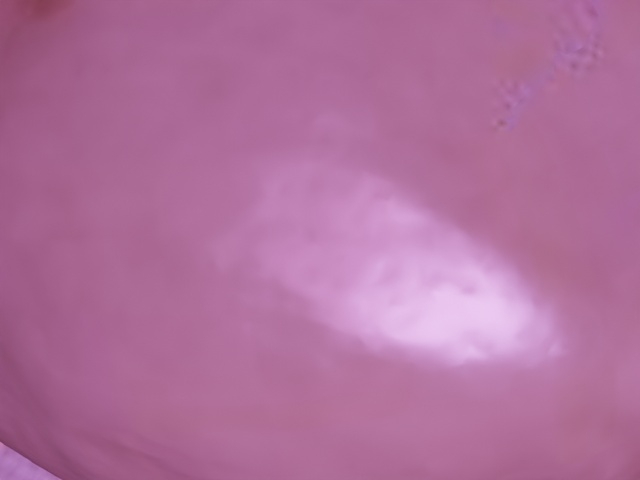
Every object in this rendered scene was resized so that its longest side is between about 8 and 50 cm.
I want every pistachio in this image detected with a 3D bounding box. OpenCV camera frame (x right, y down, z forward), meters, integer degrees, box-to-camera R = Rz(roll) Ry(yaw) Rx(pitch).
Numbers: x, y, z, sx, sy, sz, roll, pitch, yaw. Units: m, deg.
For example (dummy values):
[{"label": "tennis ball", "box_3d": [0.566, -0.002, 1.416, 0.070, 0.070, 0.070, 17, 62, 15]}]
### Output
[{"label": "pistachio", "box_3d": [0.000, 0.000, 0.474, 0.446, 0.281, 0.365, 12, 129, -7]}]
